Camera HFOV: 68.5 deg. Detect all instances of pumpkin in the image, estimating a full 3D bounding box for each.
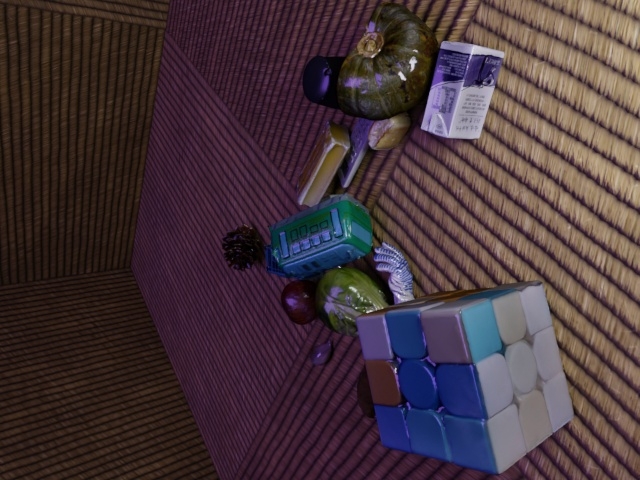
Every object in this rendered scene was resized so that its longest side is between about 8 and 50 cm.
[{"bbox_3d":[0.210,-0.461,1.296,0.232,0.242,0.324,33,94,20],"label":"pumpkin"}]

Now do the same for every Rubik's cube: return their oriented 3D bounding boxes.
[{"bbox_3d":[0.345,0.306,1.150,0.344,0.347,0.346,-18,81,53],"label":"Rubik's cube"}]

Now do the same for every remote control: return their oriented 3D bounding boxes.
[{"bbox_3d":[0.137,-0.321,1.548,0.109,0.055,0.313,-106,31,-41],"label":"remote control"}]

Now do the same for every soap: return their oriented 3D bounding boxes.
[{"bbox_3d":[0.005,-0.266,1.647,0.173,0.089,0.274,-91,25,-49],"label":"soap"}]

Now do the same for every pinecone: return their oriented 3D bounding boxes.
[{"bbox_3d":[-0.366,0.045,2.177,0.185,0.169,0.212,99,155,-43],"label":"pinecone"}]

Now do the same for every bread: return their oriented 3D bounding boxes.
[{"bbox_3d":[0.203,-0.337,1.415,0.125,0.106,0.082,-50,58,42],"label":"bread"}]

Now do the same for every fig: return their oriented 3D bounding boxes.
[{"bbox_3d":[-0.044,0.223,1.816,0.207,0.175,0.175,-29,72,27],"label":"fig"}]

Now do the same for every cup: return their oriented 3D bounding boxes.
[{"bbox_3d":[0.058,-0.511,1.516,0.223,0.177,0.169,25,113,49],"label":"cup"}]

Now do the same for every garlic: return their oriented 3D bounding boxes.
[{"bbox_3d":[-0.002,0.450,1.856,0.152,0.066,0.084,-37,65,51],"label":"garlic"}]

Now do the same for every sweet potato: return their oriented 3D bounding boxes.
[{"bbox_3d":[0.197,0.450,1.552,0.130,0.131,0.422,46,131,38],"label":"sweet potato"}]

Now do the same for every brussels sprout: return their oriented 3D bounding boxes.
[{"bbox_3d":[0.113,0.215,1.550,0.271,0.210,0.219,30,112,30],"label":"brussels sprout"}]

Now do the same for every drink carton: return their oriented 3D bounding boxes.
[{"bbox_3d":[0.356,-0.373,1.185,0.102,0.134,0.222,32,121,43],"label":"drink carton"}]

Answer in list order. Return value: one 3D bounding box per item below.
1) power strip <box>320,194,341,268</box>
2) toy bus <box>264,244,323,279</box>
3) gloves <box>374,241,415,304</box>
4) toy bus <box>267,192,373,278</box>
[{"bbox_3d":[0.053,-0.020,1.711,0.093,0.053,0.287,-17,82,52],"label":"power strip"},{"bbox_3d":[-0.111,0.079,1.882,0.256,0.128,0.146,5,99,51],"label":"toy bus"},{"bbox_3d":[0.238,0.110,1.465,0.119,0.097,0.229,34,-148,-80],"label":"gloves"},{"bbox_3d":[0.000,0.000,1.573,0.344,0.184,0.199,-22,61,28],"label":"toy bus"}]
